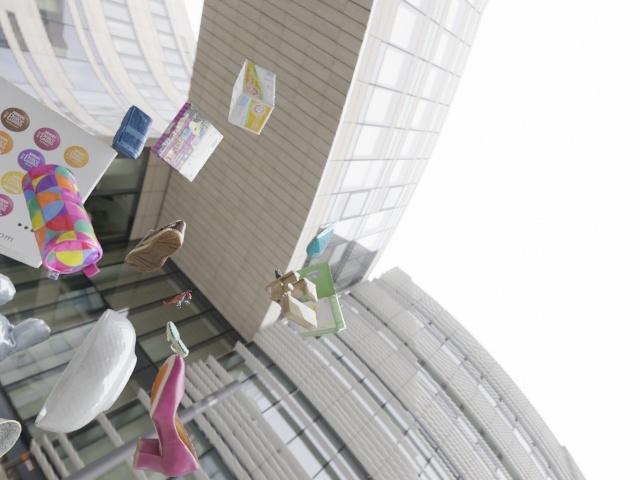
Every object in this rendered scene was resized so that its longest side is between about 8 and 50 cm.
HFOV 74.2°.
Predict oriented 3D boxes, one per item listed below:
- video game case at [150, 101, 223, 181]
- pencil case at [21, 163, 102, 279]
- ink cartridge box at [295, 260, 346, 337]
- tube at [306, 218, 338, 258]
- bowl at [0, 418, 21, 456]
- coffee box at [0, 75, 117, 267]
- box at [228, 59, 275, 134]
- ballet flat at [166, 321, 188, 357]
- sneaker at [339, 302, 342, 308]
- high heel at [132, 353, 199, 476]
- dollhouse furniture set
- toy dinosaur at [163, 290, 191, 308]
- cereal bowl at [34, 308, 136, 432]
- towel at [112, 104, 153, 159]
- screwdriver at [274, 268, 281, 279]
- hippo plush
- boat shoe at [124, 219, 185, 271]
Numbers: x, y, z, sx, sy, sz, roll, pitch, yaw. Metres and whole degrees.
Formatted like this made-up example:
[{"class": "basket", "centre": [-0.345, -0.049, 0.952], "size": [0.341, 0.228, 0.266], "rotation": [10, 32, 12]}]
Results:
[{"class": "video game case", "centre": [-0.509, -0.375, 1.632], "size": [0.042, 0.210, 0.232], "rotation": [28, -98, 31]}, {"class": "pencil case", "centre": [-0.491, -0.040, 0.800], "size": [0.104, 0.104, 0.236], "rotation": [-54, -124, 31]}, {"class": "ink cartridge box", "centre": [-0.018, 0.205, 1.452], "size": [0.171, 0.056, 0.235], "rotation": [-19, -95, 41]}, {"class": "tube", "centre": [0.000, 0.000, 1.212], "size": [0.052, 0.080, 0.207], "rotation": [44, -21, 4]}, {"class": "bowl", "centre": [-1.113, 0.658, 1.412], "size": [0.080, 0.170, 0.170], "rotation": [27, -65, 18]}, {"class": "coffee box", "centre": [-0.769, -0.189, 1.022], "size": [0.338, 0.338, 0.334], "rotation": [19, -104, 51]}, {"class": "box", "centre": [-0.210, -0.444, 1.309], "size": [0.114, 0.103, 0.203], "rotation": [-49, -148, 40]}, {"class": "ballet flat", "centre": [-0.630, 0.432, 1.818], "size": [0.052, 0.057, 0.168], "rotation": [-29, -93, 2]}, {"class": "sneaker", "centre": [0.026, 0.240, 1.560], "size": [0.109, 0.040, 0.043], "rotation": [-9, -124, 12]}, {"class": "high heel", "centre": [-0.238, 0.306, 0.729], "size": [0.244, 0.117, 0.082], "rotation": [-71, -158, 11]}, {"class": "dollhouse furniture set", "centre": [-0.093, 0.177, 1.127], "size": [0.123, 0.144, 0.151], "rotation": [-32, -136, 20]}, {"class": "toy dinosaur", "centre": [-0.479, 0.203, 1.448], "size": [0.082, 0.090, 0.047], "rotation": [-48, -118, 44]}, {"class": "cereal bowl", "centre": [-0.620, 0.369, 1.173], "size": [0.141, 0.339, 0.339], "rotation": [35, -53, -21]}, {"class": "towel", "centre": [-0.438, -0.254, 0.993], "size": [0.029, 0.067, 0.119], "rotation": [-8, -121, 35]}, {"class": "screwdriver", "centre": [-0.143, 0.155, 1.536], "size": [0.024, 0.025, 0.170], "rotation": [-37, -144, 7]}, {"class": "hippo plush", "centre": [-0.868, 0.205, 1.042], "size": [0.234, 0.294, 0.236], "rotation": [-22, -85, 4]}, {"class": "boat shoe", "centre": [-0.658, 0.018, 1.704], "size": [0.342, 0.123, 0.123], "rotation": [-31, -56, 33]}]
